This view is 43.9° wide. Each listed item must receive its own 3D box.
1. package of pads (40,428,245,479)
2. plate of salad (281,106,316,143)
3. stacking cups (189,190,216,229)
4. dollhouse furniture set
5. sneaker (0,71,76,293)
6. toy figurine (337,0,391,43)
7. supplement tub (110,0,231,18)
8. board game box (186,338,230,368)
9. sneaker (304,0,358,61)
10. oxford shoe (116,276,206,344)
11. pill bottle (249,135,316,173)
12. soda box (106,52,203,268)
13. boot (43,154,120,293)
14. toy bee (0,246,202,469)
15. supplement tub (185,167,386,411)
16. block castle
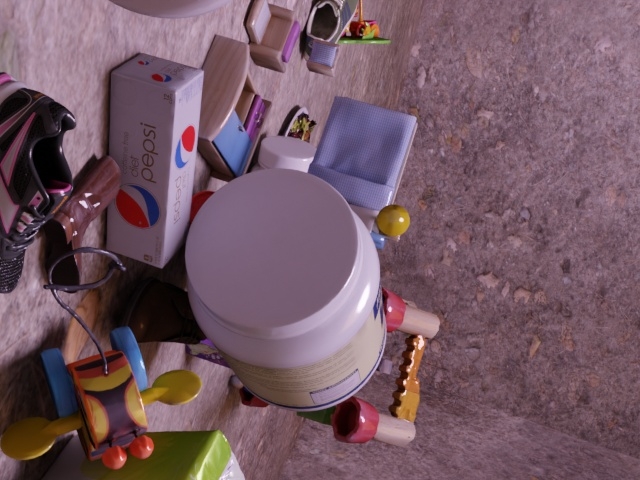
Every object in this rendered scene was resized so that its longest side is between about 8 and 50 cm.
[{"bbox_3d":[-0.239,0.339,0.843,0.101,0.229,0.297,66,32,-28],"label":"package of pads"},{"bbox_3d":[-0.050,-0.161,1.551,0.200,0.048,0.200,18,90,-80],"label":"plate of salad"},{"bbox_3d":[-0.151,0.019,1.225,0.316,0.096,0.096,80,29,-62],"label":"stacking cups"},{"bbox_3d":[0.011,-0.175,1.077,0.198,0.303,0.287,70,39,-77],"label":"dollhouse furniture set"},{"bbox_3d":[-0.233,-0.033,0.613,0.072,0.077,0.178,-52,159,-62],"label":"sneaker"},{"bbox_3d":[0.064,-0.466,1.545,0.173,0.130,0.159,-19,116,-48],"label":"toy figurine"},{"bbox_3d":[-0.081,-0.303,0.629,0.272,0.191,0.191,-60,165,-54],"label":"supplement tub"},{"bbox_3d":[-0.072,0.100,1.426,0.347,0.208,0.056,-61,169,-46],"label":"board game box"},{"bbox_3d":[0.023,-0.414,1.430,0.086,0.064,0.192,90,23,-78],"label":"sneaker"},{"bbox_3d":[-0.195,0.099,1.047,0.227,0.096,0.083,-7,116,-78],"label":"oxford shoe"},{"bbox_3d":[-0.073,-0.067,1.375,0.119,0.119,0.209,-55,161,-61],"label":"pill bottle"},{"bbox_3d":[-0.179,-0.082,0.849,0.069,0.073,0.216,-59,164,-56],"label":"soda box"},{"bbox_3d":[-0.232,-0.017,0.796,0.114,0.037,0.106,-69,174,-48],"label":"boot"},{"bbox_3d":[-0.225,0.166,0.792,0.195,0.162,0.298,-26,152,-5],"label":"toy bee"},{"bbox_3d":[-0.037,0.073,1.028,0.325,0.235,0.236,76,33,-64],"label":"supplement tub"},{"bbox_3d":[0.011,0.233,1.639,0.453,0.212,0.303,1,-108,57],"label":"block castle"}]
